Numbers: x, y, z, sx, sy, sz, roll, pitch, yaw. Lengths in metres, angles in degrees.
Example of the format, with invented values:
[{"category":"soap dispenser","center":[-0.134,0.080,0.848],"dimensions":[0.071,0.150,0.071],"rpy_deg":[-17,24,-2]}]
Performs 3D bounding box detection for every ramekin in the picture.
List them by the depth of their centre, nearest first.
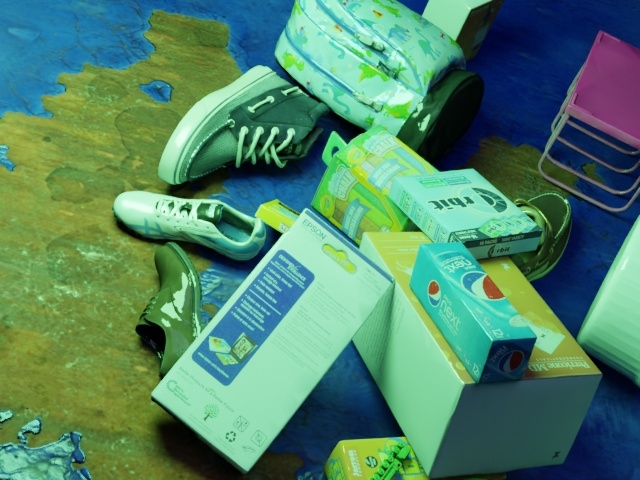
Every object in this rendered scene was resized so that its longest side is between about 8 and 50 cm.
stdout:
[{"category":"ramekin","center":[0.518,0.086,1.665],"dimensions":[0.135,0.277,0.277],"rpy_deg":[27,45,12]}]

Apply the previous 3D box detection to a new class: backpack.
[{"category":"backpack","center":[0.095,-0.314,1.873],"dimensions":[0.355,0.273,0.290],"rpy_deg":[25,31,20]}]

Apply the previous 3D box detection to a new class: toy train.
[{"category":"toy train","center":[0.092,0.295,1.373],"dimensions":[0.024,0.017,0.083],"rpy_deg":[42,47,3]}]

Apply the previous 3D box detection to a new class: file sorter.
[{"category":"file sorter","center":[0.555,-0.221,2.006],"dimensions":[0.202,0.182,0.290],"rpy_deg":[28,45,5]}]

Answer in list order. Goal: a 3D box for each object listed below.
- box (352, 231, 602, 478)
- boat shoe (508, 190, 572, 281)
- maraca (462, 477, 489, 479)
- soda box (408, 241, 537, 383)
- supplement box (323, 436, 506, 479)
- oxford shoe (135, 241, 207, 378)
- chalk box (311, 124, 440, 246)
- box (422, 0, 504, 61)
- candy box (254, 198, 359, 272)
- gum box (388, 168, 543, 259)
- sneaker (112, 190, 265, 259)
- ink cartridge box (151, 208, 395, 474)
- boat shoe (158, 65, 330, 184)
[{"category":"box","center":[0.197,0.146,1.485],"dimensions":[0.215,0.168,0.345],"rpy_deg":[-1,34,-23]},{"category":"boat shoe","center":[0.345,-0.004,1.769],"dimensions":[0.123,0.123,0.342],"rpy_deg":[41,48,15]},{"category":"maraca","center":[0.221,0.404,1.383],"dimensions":[0.127,0.099,0.185],"rpy_deg":[-25,86,-17]},{"category":"soda box","center":[0.190,0.088,1.344],"dimensions":[0.067,0.071,0.210],"rpy_deg":[-3,34,-23]},{"category":"supplement box","center":[0.129,0.317,1.432],"dimensions":[0.233,0.080,0.078],"rpy_deg":[-1,49,-20]},{"category":"oxford shoe","center":[-0.215,0.095,1.486],"dimensions":[0.096,0.083,0.227],"rpy_deg":[-1,51,-21]},{"category":"chalk box","center":[0.082,-0.091,1.735],"dimensions":[0.213,0.132,0.132],"rpy_deg":[39,47,15]},{"category":"box","center":[0.271,-0.435,2.087],"dimensions":[0.130,0.170,0.091],"rpy_deg":[-30,66,-37]},{"category":"candy box","center":[0.000,0.000,1.659],"dimensions":[0.206,0.027,0.105],"rpy_deg":[31,14,6]},{"category":"gum box","center":[0.218,-0.041,1.593],"dimensions":[0.157,0.041,0.184],"rpy_deg":[-8,37,-30]},{"category":"sneaker","center":[-0.197,-0.036,1.607],"dimensions":[0.237,0.086,0.085],"rpy_deg":[15,48,-7]},{"category":"ink cartridge box","center":[-0.061,0.133,1.419],"dimensions":[0.165,0.065,0.332],"rpy_deg":[40,74,2]},{"category":"boat shoe","center":[-0.113,-0.171,1.725],"dimensions":[0.158,0.127,0.340],"rpy_deg":[29,44,12]}]
